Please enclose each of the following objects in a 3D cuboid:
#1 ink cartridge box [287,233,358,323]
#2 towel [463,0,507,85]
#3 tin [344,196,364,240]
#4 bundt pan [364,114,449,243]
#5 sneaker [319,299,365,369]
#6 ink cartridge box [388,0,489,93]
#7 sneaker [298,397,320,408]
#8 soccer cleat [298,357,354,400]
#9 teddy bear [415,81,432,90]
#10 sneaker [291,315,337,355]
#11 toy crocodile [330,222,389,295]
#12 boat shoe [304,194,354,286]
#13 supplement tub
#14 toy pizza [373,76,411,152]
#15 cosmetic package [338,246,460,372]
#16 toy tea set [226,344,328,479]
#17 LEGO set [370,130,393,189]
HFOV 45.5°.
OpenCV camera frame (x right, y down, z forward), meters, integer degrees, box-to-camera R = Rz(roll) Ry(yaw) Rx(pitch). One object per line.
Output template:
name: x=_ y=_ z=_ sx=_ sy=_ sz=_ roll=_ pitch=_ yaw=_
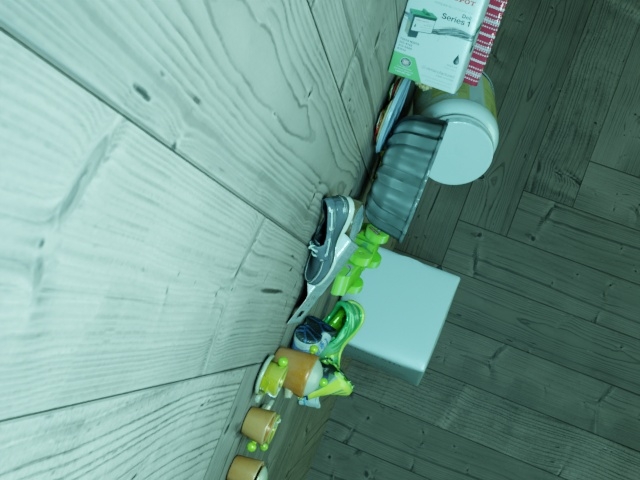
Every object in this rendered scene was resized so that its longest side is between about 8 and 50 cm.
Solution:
ink cartridge box: x=-0.008 y=0.079 z=1.679 sx=0.224 sy=0.056 sz=0.181 roll=-51 pitch=171 yaw=1
towel: x=0.301 y=-0.500 z=1.672 sx=0.031 sy=0.199 sz=0.274 roll=-36 pitch=147 yaw=-52
tin: x=0.075 y=-0.038 z=1.883 sx=0.106 sy=0.040 sz=0.189 roll=-63 pitch=170 yaw=-13
bundt pan: x=0.203 y=-0.165 z=1.896 sx=0.331 sy=0.124 sz=0.330 roll=22 pitch=90 yaw=-85
sneaker: x=0.013 y=0.291 z=2.113 sx=0.123 sy=0.109 sz=0.295 roll=31 pitch=84 yaw=-51
ink cartridge box: x=0.255 y=-0.450 z=1.635 sx=0.092 sy=0.160 sz=0.219 roll=-52 pitch=159 yaw=-56
sneaker: x=0.004 y=0.421 z=2.324 sx=0.071 sy=0.083 sz=0.190 roll=63 pitch=47 yaw=-76
soccer cleat: x=-0.006 y=0.368 z=1.979 sx=0.121 sy=0.093 sz=0.289 roll=-46 pitch=150 yaw=4
teddy bear: x=0.303 y=-0.515 z=2.009 sx=0.245 sy=0.113 sz=0.338 roll=-64 pitch=179 yaw=11
sneaker: x=-0.024 y=0.237 z=1.817 sx=0.081 sy=0.080 sz=0.211 roll=-65 pitch=162 yaw=14
toy crocodile: x=0.098 y=0.040 z=2.031 sx=0.340 sy=0.105 sz=0.115 roll=-49 pitch=158 yaw=-53
boat shoe: x=0.000 y=0.000 z=1.525 sx=0.065 sy=0.075 sz=0.206 roll=4 pitch=120 yaw=-35
supplement tub: x=0.380 y=-0.336 z=2.169 sx=0.331 sy=0.241 sz=0.241 roll=-79 pitch=-179 yaw=-49
toy pizza: x=0.164 y=-0.305 z=1.816 sx=0.201 sy=0.032 sz=0.201 roll=23 pitch=90 yaw=-83
cosmetic package: x=0.235 y=0.250 z=2.513 sx=0.393 sy=0.329 sz=0.327 roll=76 pitch=36 yaw=-73
toy tea set: x=-0.082 y=0.377 z=1.596 sx=0.200 sy=0.124 sz=0.336 roll=-43 pitch=152 yaw=-70
LEGO set: x=0.207 y=-0.165 z=2.138 sx=0.287 sy=0.107 sz=0.132 roll=101 pitch=13 yaw=-45
